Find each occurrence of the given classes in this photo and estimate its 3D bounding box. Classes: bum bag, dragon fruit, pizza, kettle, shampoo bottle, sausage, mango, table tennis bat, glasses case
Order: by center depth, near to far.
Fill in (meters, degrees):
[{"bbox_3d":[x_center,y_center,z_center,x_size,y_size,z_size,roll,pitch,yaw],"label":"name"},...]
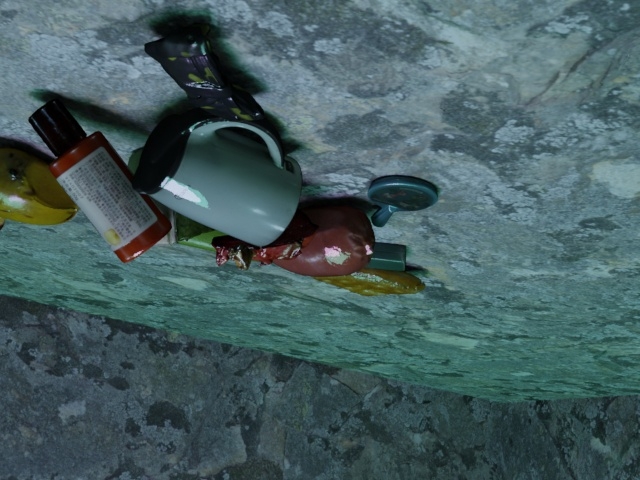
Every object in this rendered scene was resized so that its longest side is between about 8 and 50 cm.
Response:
[{"bbox_3d":[-0.152,-0.218,1.155,0.106,0.060,0.232,12,163,21],"label":"bum bag"},{"bbox_3d":[-0.151,-0.119,1.354,0.236,0.161,0.221,23,130,-34],"label":"kettle"},{"bbox_3d":[-0.362,-0.102,1.375,0.278,0.104,0.104,54,147,-12],"label":"shampoo bottle"},{"bbox_3d":[-0.101,-0.011,1.508,0.192,0.123,0.092,-12,-172,-31],"label":"dragon fruit"},{"bbox_3d":[0.137,-0.071,1.551,0.124,0.033,0.201,13,158,-12],"label":"table tennis bat"},{"bbox_3d":[-0.563,-0.094,1.645,0.167,0.130,0.262,6,168,28],"label":"mango"},{"bbox_3d":[0.000,0.000,1.659,0.254,0.148,0.148,-2,161,41],"label":"sausage"},{"bbox_3d":[0.097,0.031,1.881,0.184,0.040,0.078,6,163,8],"label":"glasses case"},{"bbox_3d":[0.107,0.089,2.039,0.292,0.058,0.197,7,164,9],"label":"pizza"}]

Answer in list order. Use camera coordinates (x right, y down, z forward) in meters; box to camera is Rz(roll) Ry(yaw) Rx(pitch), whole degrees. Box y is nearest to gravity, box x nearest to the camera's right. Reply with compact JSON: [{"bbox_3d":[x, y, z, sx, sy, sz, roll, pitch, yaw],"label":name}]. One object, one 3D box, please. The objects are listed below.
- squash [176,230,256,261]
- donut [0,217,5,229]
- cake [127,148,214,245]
[{"bbox_3d":[-0.221,-0.029,1.721,0.394,0.107,0.107,14,163,-28],"label":"squash"},{"bbox_3d":[-0.681,-0.077,1.751,0.059,0.141,0.140,7,166,-30],"label":"donut"},{"bbox_3d":[-0.212,-0.108,1.563,0.158,0.172,0.283,1,-164,45],"label":"cake"}]
